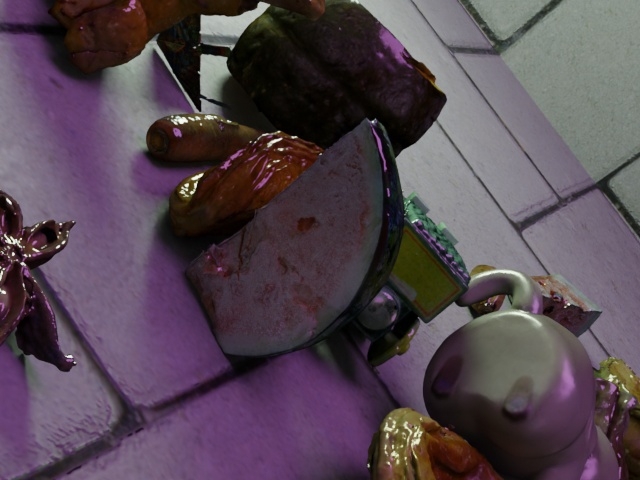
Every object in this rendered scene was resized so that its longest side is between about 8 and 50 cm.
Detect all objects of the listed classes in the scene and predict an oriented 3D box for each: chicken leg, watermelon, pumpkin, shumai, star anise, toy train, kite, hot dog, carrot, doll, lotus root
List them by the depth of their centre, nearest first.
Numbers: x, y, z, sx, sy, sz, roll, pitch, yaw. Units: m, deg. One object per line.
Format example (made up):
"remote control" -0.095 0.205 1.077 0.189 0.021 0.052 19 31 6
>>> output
"star anise" -0.303 0.021 1.027 0.171 0.063 0.208 27 37 -36
"watermelon" 0.000 0.000 1.286 0.180 0.305 0.224 37 27 -23
"hot dog" -0.082 -0.062 1.401 0.259 0.175 0.114 7 67 -57
"chicken leg" -0.200 -0.313 1.443 0.409 0.182 0.295 16 53 15
"doll" 0.268 0.246 1.463 0.226 0.215 0.370 -53 133 -45
"toy train" 0.091 0.043 1.500 0.159 0.188 0.272 47 8 -8
"carrot" -0.126 -0.138 1.558 0.070 0.070 0.342 57 23 13
"kite" -0.180 -0.271 1.581 0.160 0.183 0.010 17 23 38
"shumai" 0.419 0.308 1.712 0.218 0.185 0.184 42 11 -21
"pumpkin" 0.016 -0.238 1.716 0.303 0.225 0.256 41 5 -10
"lotus root" 0.290 0.084 1.982 0.072 0.063 0.152 24 32 4
"watermelon" 0.432 0.110 2.189 0.241 0.094 0.154 7 42 -54

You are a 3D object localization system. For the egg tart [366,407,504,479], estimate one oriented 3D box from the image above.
"egg tart" 0.143 0.353 1.239 0.352 0.150 0.352 47 21 -24

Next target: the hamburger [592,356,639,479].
"hamburger" 0.574 0.349 2.007 0.309 0.132 0.211 42 24 13
